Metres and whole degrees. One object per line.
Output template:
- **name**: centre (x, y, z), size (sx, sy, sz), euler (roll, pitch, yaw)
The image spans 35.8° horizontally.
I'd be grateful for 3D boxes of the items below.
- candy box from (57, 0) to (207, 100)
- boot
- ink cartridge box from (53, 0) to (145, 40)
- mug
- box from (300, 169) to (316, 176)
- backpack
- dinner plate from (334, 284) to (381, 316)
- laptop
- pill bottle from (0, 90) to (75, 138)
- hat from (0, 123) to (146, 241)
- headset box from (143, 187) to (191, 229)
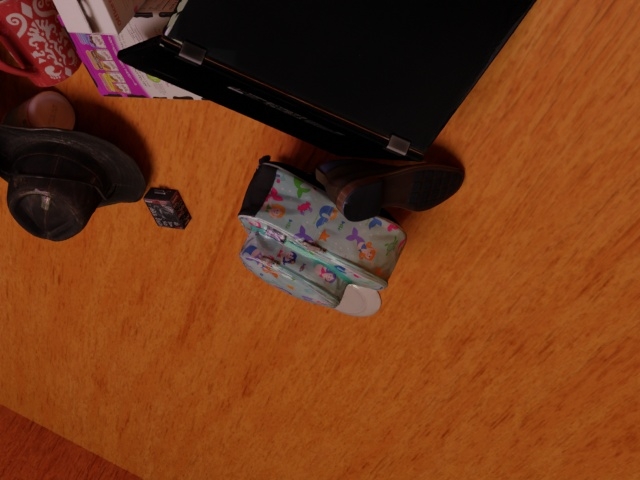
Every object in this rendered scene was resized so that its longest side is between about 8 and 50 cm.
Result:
- **candy box**: centre (-0.255, -0.293, 1.483), size (0.233, 0.071, 0.159), euler (7, 141, 27)
- **boot**: centre (0.100, -0.095, 1.446), size (0.106, 0.219, 0.082), euler (45, 136, 44)
- **ink cartridge box**: centre (-0.307, -0.355, 1.379), size (0.090, 0.143, 0.092), euler (8, 140, 26)
- **mug**: centre (-0.463, -0.319, 1.535), size (0.113, 0.150, 0.169), euler (32, 158, 40)
- **box**: centre (0.024, -0.039, 1.657), size (0.164, 0.021, 0.201), euler (-1, 135, 34)
- **backpack**: centre (0.000, 0.000, 1.533), size (0.253, 0.191, 0.225), euler (19, 172, 2)
- **dinner plate**: centre (0.043, 0.098, 1.821), size (0.141, 0.017, 0.141), euler (19, 143, 15)
- **laptop**: centre (-0.010, -0.277, 1.286), size (0.382, 0.236, 0.408), euler (22, 177, -23)
- **pill bottle**: centre (-0.510, -0.202, 1.754), size (0.160, 0.087, 0.087), euler (-15, 127, 44)
- **hat**: centre (-0.466, -0.077, 1.753), size (0.331, 0.134, 0.331), euler (6, 158, 2)
- **headset box**: centre (-0.283, -0.062, 1.825), size (0.062, 0.032, 0.083), euler (6, 138, 27)
